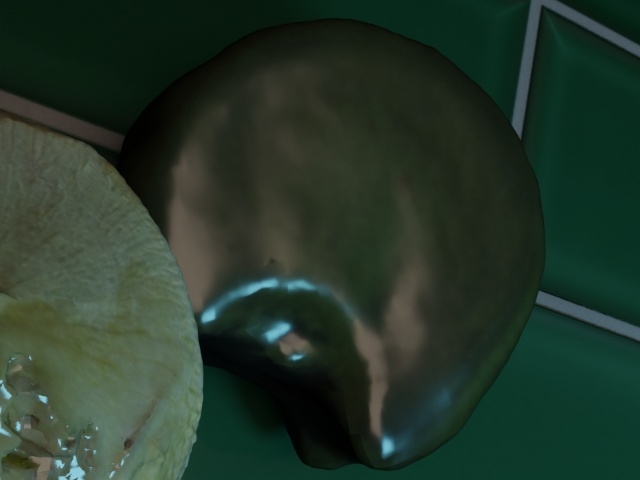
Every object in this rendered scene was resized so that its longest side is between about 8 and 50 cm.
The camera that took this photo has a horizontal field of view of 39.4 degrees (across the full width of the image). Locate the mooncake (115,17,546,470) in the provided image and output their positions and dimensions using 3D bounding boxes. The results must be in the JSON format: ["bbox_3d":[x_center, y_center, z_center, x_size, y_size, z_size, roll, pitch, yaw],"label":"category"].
[{"bbox_3d":[0.000,0.000,0.712,0.351,0.187,0.351,4,80,-23],"label":"mooncake"}]

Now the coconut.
[{"bbox_3d":[-0.243,0.082,0.468,0.346,0.360,0.346,7,75,-27],"label":"coconut"}]
